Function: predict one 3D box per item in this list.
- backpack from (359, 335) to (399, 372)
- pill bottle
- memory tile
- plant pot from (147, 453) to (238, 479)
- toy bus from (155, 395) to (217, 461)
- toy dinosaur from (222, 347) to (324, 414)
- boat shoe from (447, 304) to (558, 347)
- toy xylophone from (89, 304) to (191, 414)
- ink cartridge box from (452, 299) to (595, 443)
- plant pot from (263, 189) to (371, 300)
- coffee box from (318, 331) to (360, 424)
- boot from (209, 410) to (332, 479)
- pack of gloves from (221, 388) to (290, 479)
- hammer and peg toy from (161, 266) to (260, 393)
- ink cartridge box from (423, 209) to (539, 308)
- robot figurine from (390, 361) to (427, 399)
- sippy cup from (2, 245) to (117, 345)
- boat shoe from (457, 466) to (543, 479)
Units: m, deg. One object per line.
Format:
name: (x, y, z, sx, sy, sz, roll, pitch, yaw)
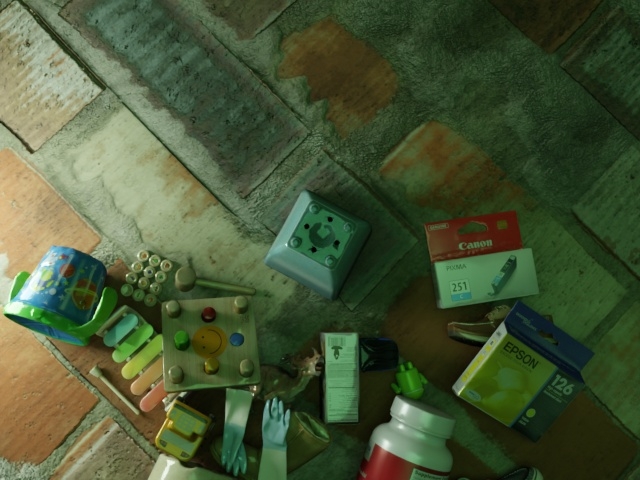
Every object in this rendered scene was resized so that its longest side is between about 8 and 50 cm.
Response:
backpack: (0.158, 0.320, 1.871, 0.120, 0.101, 0.098, -1, 88, -12)
pill bottle: (0.215, 0.639, 1.754, 0.229, 0.229, 0.408, 20, 86, 0)
memory tile: (-0.505, 0.109, 1.911, 0.113, 0.012, 0.148, 24, 82, 1)
plant pot: (-0.366, 0.735, 1.701, 0.333, 0.334, 0.306, 18, 72, 0)
toy bus: (-0.348, 0.493, 1.704, 0.108, 0.333, 0.130, 29, 72, 2)
toy dinosaur: (-0.130, 0.392, 1.844, 0.295, 0.127, 0.200, 5, 72, 14)
boat shoe: (0.526, 0.250, 1.898, 0.323, 0.122, 0.120, 6, 77, -10)
toy xylophone: (-0.502, 0.351, 1.845, 0.322, 0.081, 0.236, 38, 83, 3)
ink cartridge box: (0.575, 0.371, 1.823, 0.303, 0.072, 0.307, 33, 101, -14)
plant pot: (0.000, 0.000, 1.830, 0.247, 0.252, 0.247, 28, 81, 1)
coffee box: (0.050, 0.380, 1.838, 0.098, 0.141, 0.247, 0, 84, -6)
boot: (-0.137, 0.541, 1.772, 0.236, 0.089, 0.269, 36, 117, -8)
pack of gloves: (-0.177, 0.517, 1.713, 0.195, 0.046, 0.232, 4, 91, 22)
hammer and peg toy: (-0.298, 0.227, 1.797, 0.265, 0.127, 0.361, -2, 62, -10)
ink cartridge box: (0.472, 0.052, 1.940, 0.296, 0.066, 0.261, -9, 84, -4)
robot figurine: (0.255, 0.406, 1.881, 0.101, 0.067, 0.115, -17, 84, -17)
sippy cup: (-0.704, 0.143, 1.798, 0.305, 0.240, 0.224, 21, 67, -7)
boat shoe: (0.446, 0.708, 1.817, 0.340, 0.127, 0.158, -39, 93, -6)
